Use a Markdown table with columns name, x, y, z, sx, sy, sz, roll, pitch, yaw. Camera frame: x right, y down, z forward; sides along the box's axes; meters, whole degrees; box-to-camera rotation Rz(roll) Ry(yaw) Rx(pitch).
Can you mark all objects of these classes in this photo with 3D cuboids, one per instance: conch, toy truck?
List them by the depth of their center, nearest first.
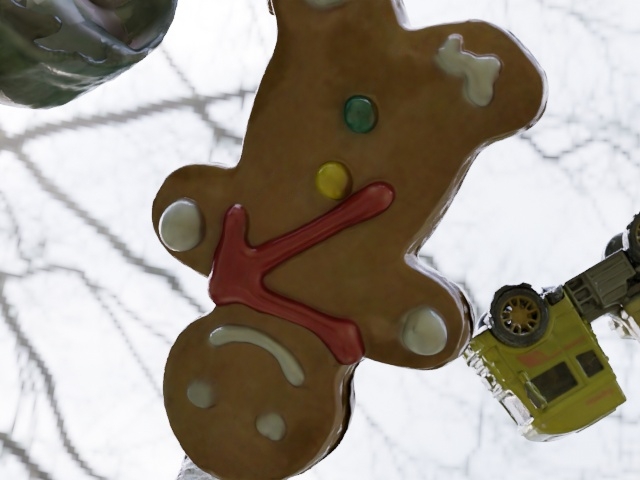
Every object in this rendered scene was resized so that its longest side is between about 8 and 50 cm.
| name | x | y | z | sx | sy | sz | roll | pitch | yaw |
| --- | --- | --- | --- | --- | --- | --- | --- | --- | --- |
| conch | -0.200 | -0.207 | 1.130 | 0.220 | 0.277 | 0.195 | -3 | -41 | -9 |
| toy truck | 0.263 | 0.070 | 1.612 | 0.272 | 0.157 | 0.124 | -29 | -9 | -8 |

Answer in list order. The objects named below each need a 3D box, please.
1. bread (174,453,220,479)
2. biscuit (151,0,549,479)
| name | x | y | z | sx | sy | sz | roll | pitch | yaw |
| --- | --- | --- | --- | --- | --- | --- | --- | --- | --- |
| bread | -0.083 | 0.290 | 1.825 | 0.111 | 0.234 | 0.184 | 1 | -64 | 7 |
| biscuit | 0.000 | 0.000 | 1.173 | 0.216 | 0.047 | 0.339 | 30 | -77 | 12 |
